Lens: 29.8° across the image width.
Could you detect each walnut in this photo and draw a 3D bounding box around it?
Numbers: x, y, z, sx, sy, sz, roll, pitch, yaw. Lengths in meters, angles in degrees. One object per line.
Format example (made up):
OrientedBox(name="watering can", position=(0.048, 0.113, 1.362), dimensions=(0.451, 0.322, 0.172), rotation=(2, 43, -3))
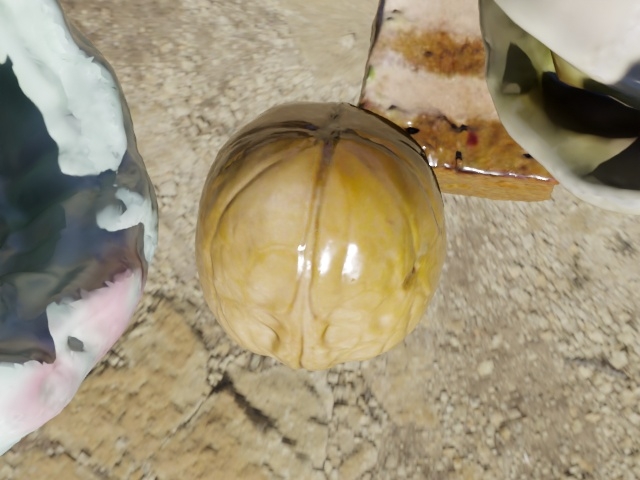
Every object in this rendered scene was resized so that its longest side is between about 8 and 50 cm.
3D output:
OrientedBox(name="walnut", position=(0.000, 0.000, 0.799), dimensions=(0.167, 0.167, 0.207), rotation=(5, 141, 3))

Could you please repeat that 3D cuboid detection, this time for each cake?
OrientedBox(name="cake", position=(0.142, -0.187, 1.109), dimensions=(0.198, 0.196, 0.293), rotation=(10, 88, 10))

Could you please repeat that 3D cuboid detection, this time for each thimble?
OrientedBox(name="thimble", position=(-0.159, -0.016, 0.359), dimensions=(0.149, 0.185, 0.211), rotation=(-37, 71, 44))

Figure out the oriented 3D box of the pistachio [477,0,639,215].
OrientedBox(name="pistachio", position=(0.161, -0.134, 0.397), dimensions=(0.226, 0.332, 0.208), rotation=(19, 146, 19))
